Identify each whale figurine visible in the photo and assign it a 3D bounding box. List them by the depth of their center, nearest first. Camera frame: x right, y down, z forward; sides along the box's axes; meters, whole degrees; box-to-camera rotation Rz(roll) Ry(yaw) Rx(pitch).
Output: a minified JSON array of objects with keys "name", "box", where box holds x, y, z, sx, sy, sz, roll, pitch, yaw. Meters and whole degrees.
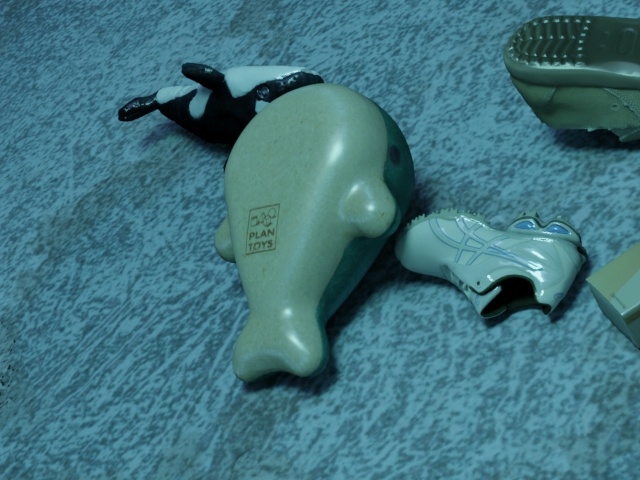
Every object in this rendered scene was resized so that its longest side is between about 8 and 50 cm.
[{"name":"whale figurine","box":[0.000,0.000,1.331,0.216,0.141,0.272,-12,63,43]}]

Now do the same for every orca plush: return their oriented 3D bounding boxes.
[{"name":"orca plush","box":[-0.105,-0.117,1.553,0.287,0.151,0.102,4,81,37]}]

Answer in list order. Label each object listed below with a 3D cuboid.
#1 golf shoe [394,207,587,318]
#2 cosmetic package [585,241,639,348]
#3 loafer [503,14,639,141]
[{"name":"golf shoe","box":[0.128,0.023,1.237,0.176,0.069,0.086,-1,52,38]},{"name":"cosmetic package","box":[0.268,0.024,1.145,0.115,0.041,0.060,-35,36,-3]},{"name":"loafer","box":[0.291,-0.135,1.278,0.268,0.092,0.102,11,54,25]}]
